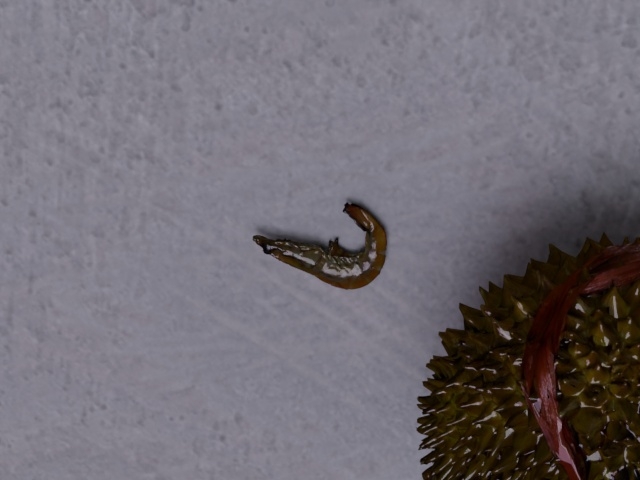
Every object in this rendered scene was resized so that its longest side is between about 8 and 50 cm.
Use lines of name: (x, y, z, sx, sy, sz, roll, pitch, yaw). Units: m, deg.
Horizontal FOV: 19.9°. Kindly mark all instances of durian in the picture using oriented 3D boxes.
durian: (0.255, 0.166, 1.572, 0.384, 0.347, 0.348, -17, 114, 28)

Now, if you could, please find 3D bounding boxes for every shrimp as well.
shrimp: (0.000, 0.000, 1.713, 0.127, 0.025, 0.091, 12, 120, 0)
